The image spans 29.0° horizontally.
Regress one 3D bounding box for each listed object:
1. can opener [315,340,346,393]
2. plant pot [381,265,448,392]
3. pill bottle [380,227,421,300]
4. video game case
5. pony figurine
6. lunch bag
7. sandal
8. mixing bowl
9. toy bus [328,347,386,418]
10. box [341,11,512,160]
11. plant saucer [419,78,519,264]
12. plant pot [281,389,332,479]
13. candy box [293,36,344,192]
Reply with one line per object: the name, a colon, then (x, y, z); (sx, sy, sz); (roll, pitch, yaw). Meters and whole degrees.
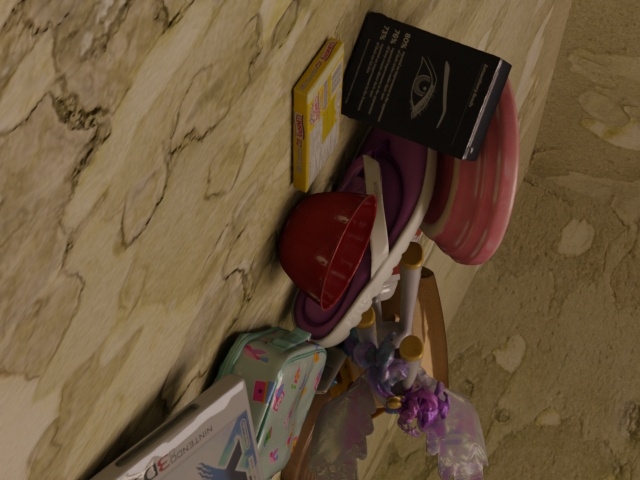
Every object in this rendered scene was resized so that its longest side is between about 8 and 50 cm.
can opener: (0.031, 0.163, 2.230); (0.280, 0.074, 0.093); (-55, 162, -41)
plant pot: (0.156, 0.180, 2.483); (0.237, 0.237, 0.254); (-31, 130, -68)
pill bottle: (0.110, -0.006, 2.152); (0.121, 0.121, 0.216); (-48, 157, -53)
video game case: (-0.168, 0.378, 1.539); (0.300, 0.036, 0.329); (-35, 125, -46)
pony figurine: (0.127, 0.235, 2.082); (0.363, 0.302, 0.351); (82, 8, -52)
lunch bag: (-0.086, 0.237, 1.829); (0.279, 0.107, 0.224); (-1, 108, -77)
sandal: (0.060, -0.027, 1.915); (0.102, 0.169, 0.416); (17, 96, -48)
mixing bowl: (0.000, 0.000, 1.788); (0.181, 0.098, 0.181); (-60, 165, -27)
toy bus: (0.057, 0.247, 2.342); (0.104, 0.191, 0.202); (-39, -167, 42)
box: (0.146, -0.216, 1.756); (0.153, 0.207, 0.108); (-69, 166, 9)
plant saucer: (0.212, -0.127, 1.935); (0.332, 0.084, 0.332); (-179, -90, -77)
plant pot: (0.020, 0.412, 2.532); (0.237, 0.109, 0.237); (-59, 164, -29)
candy box: (-0.004, -0.164, 1.654); (0.105, 0.027, 0.206); (-56, 163, -30)
